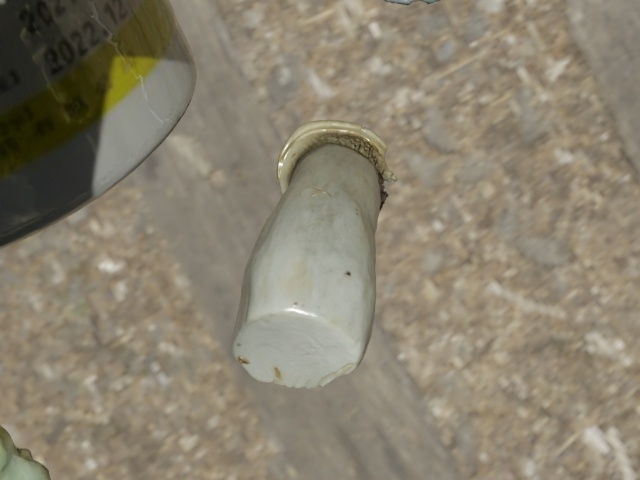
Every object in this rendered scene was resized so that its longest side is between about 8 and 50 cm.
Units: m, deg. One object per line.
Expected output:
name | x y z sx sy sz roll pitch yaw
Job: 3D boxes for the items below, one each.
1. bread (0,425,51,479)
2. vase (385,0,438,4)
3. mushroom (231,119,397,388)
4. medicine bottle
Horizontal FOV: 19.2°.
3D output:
bread | -0.252 0.284 1.060 0.264 0.239 0.395 6 131 40
vase | 0.048 -0.208 0.786 0.086 0.086 0.214 1 81 34
mushroom | 0.001 -0.004 1.134 0.081 0.223 0.092 8 126 2
medicine bottle | -0.219 -0.175 0.906 0.208 0.208 0.340 -4 125 36
